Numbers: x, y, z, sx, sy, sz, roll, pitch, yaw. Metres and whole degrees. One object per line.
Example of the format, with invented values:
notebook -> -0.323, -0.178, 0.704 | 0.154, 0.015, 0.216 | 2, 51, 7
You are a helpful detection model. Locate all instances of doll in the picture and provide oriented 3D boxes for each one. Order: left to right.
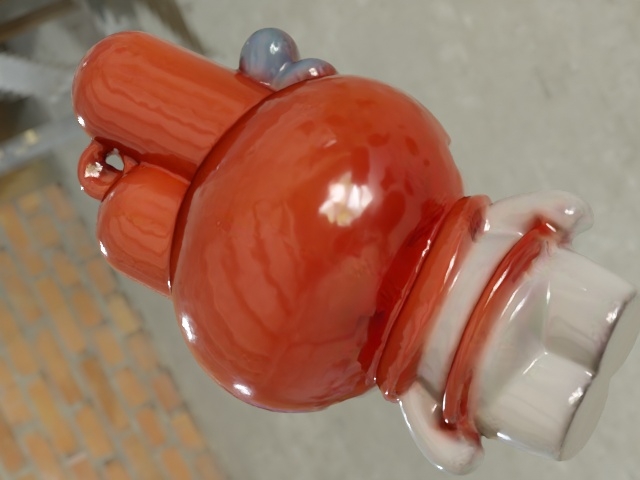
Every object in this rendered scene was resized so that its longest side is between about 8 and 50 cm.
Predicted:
doll -> 0.000, 0.000, 0.871 | 0.290, 0.161, 0.130 | 26, -176, 21
